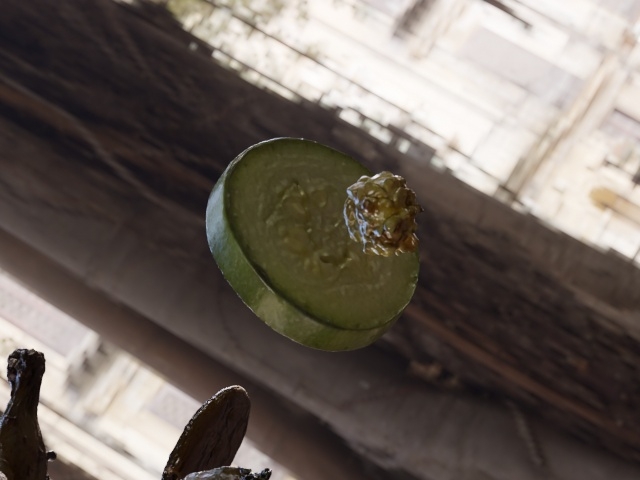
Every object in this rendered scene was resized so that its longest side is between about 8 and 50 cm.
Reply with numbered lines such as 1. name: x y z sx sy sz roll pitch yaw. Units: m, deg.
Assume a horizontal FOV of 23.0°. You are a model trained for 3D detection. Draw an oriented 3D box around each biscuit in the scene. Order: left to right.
1. biscuit: -0.162 0.305 2.266 0.212 0.036 0.212 -51 -22 -30

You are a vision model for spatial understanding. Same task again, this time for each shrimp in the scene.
1. shrimp: -0.088 0.255 1.517 0.043 0.091 0.184 -18 -12 -38

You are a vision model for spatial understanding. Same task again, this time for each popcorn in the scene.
1. popcorn: 0.058 -0.021 1.436 0.057 0.083 0.082 -30 -14 -33

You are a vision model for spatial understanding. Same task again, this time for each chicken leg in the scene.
1. chicken leg: -0.373 0.294 1.973 0.177 0.083 0.323 -67 -18 -48

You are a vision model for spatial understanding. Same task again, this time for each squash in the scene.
1. squash: 0.000 0.000 1.711 0.252 0.252 0.049 -47 -2 -46

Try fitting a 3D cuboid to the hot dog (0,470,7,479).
1. hot dog: -0.436 0.233 1.511 0.174 0.267 0.387 -57 14 -11
